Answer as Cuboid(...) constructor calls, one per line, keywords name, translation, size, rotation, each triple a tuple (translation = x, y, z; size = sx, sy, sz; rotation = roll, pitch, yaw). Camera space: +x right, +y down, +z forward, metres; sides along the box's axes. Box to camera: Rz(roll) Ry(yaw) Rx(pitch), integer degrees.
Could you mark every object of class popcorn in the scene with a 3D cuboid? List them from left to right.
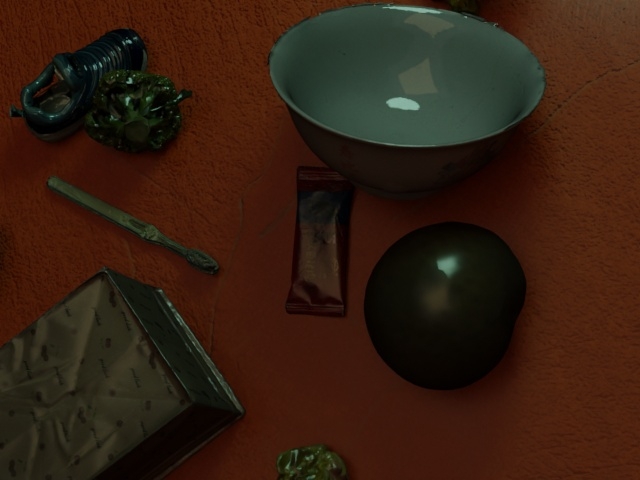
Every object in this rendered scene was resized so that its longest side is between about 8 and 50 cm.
Cuboid(name="popcorn", translation=(-0.014, 0.316, 1.789), size=(0.097, 0.089, 0.109), rotation=(-15, 80, 22))

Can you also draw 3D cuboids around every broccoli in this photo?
Cuboid(name="broccoli", translation=(-0.251, -0.173, 1.916), size=(0.131, 0.120, 0.130), rotation=(28, 114, -21))

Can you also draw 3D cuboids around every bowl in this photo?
Cuboid(name="bowl", translation=(0.103, -0.152, 1.778), size=(0.345, 0.345, 0.157), rotation=(15, 128, 16))

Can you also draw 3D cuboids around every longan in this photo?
Cuboid(name="longan", translation=(0.151, 0.075, 1.738), size=(0.198, 0.198, 0.212), rotation=(32, 88, 17))

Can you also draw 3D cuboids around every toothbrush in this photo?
Cuboid(name="toothbrush", translation=(-0.261, -0.023, 1.941), size=(0.294, 0.028, 0.026), rotation=(27, 86, 22))

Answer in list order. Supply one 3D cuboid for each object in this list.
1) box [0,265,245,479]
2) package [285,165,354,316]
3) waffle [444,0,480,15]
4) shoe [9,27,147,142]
Cuboid(name="box", translation=(-0.296, 0.215, 1.821), size=(0.297, 0.190, 0.225), rotation=(-38, 72, 4))
Cuboid(name="package", translation=(0.000, 0.000, 1.873), size=(0.083, 0.022, 0.200), rotation=(2, 82, 14))
Cuboid(name="waffle", translation=(0.153, -0.430, 1.820), size=(0.291, 0.291, 0.051), rotation=(39, 48, 17))
Cuboid(name="shoe", translation=(-0.333, -0.220, 1.953), size=(0.207, 0.106, 0.091), rotation=(-37, 75, -1))
